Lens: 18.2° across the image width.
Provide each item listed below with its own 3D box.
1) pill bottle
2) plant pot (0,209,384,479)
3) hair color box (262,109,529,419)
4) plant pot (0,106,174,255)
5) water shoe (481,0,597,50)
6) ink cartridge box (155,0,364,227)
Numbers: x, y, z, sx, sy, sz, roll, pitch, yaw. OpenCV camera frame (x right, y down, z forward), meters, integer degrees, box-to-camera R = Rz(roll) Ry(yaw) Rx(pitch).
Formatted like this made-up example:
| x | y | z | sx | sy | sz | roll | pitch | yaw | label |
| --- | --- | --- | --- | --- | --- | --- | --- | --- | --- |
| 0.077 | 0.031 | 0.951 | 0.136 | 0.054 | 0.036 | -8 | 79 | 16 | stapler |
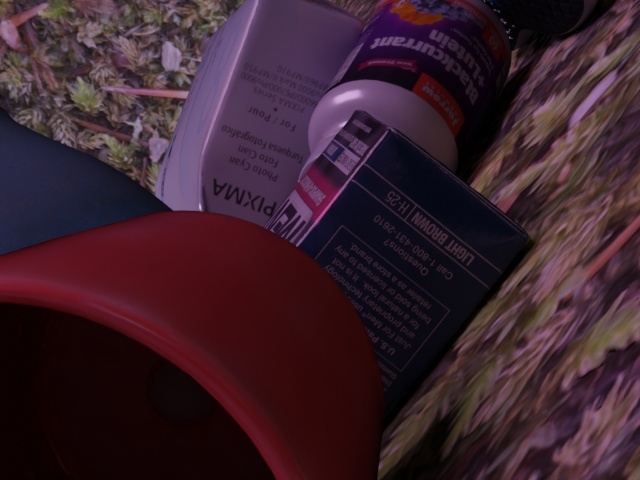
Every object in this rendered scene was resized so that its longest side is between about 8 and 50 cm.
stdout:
| x | y | z | sx | sy | sz | roll | pitch | yaw | label |
| --- | --- | --- | --- | --- | --- | --- | --- | --- | --- |
| 0.056 | -0.087 | 1.389 | 0.108 | 0.108 | 0.193 | -43 | 12 | 45 | pill bottle |
| -0.093 | 0.109 | 0.922 | 0.275 | 0.275 | 0.243 | -48 | 0 | 23 | plant pot |
| -0.039 | 0.092 | 1.156 | 0.347 | 0.105 | 0.174 | -52 | 8 | 2 | hair color box |
| -0.210 | 0.046 | 1.330 | 0.272 | 0.255 | 0.271 | -34 | -29 | -22 | plant pot |
| 0.158 | -0.191 | 1.415 | 0.080 | 0.073 | 0.203 | -49 | 9 | -11 | water shoe |
| -0.097 | 0.005 | 1.568 | 0.308 | 0.091 | 0.385 | 170 | 122 | -78 | ink cartridge box |
